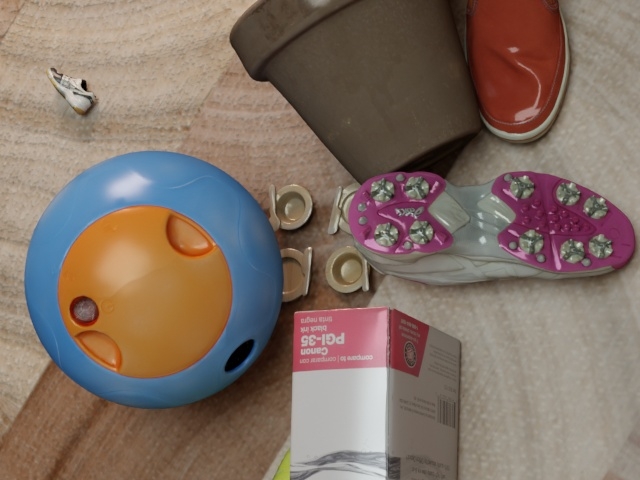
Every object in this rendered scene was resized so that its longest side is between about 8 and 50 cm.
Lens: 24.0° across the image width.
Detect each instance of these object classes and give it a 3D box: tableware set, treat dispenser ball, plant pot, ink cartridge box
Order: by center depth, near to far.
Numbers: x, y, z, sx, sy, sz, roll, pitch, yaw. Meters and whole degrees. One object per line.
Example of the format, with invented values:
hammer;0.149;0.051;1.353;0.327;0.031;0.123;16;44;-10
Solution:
ink cartridge box;0.059;0.226;1.566;0.117;0.207;0.283;-4;75;24
plant pot;0.063;-0.188;1.666;0.263;0.263;0.229;-29;84;15
treat dispenser ball;-0.185;0.044;1.680;0.288;0.288;0.288;-6;74;23
tableware set;0.000;0.000;1.756;0.168;0.020;0.141;-4;75;24

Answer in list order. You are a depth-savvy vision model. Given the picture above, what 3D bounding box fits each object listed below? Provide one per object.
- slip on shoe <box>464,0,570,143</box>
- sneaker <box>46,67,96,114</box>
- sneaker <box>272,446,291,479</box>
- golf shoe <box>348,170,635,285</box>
slip on shoe;0.212;-0.274;1.674;0.123;0.101;0.331;1;88;23
sneaker;-0.322;-0.199;1.949;0.037;0.032;0.083;-41;68;-6
sneaker;-0.080;0.385;1.626;0.147;0.145;0.385;16;82;26
golf shoe;0.183;-0.004;1.633;0.306;0.140;0.115;7;66;3
